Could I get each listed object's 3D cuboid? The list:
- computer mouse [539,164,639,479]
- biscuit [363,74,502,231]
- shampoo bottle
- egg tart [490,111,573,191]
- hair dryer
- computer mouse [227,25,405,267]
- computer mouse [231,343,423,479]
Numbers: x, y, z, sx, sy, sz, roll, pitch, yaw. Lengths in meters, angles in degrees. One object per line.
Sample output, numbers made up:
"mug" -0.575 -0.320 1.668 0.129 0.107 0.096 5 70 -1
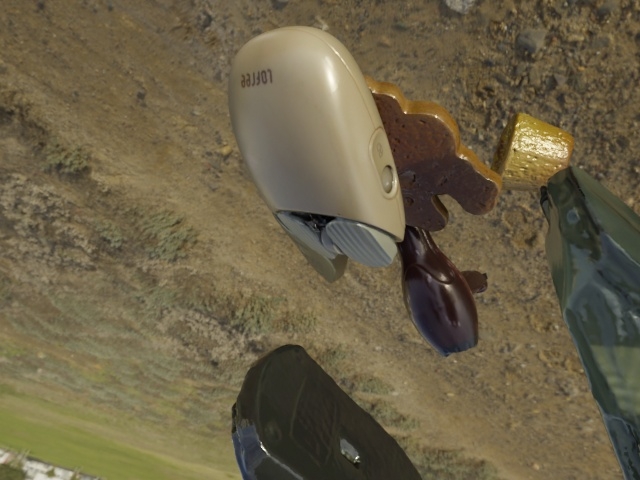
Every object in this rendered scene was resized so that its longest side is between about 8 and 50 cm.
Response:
"computer mouse" 0.336 0.122 0.394 0.146 0.428 0.228 -21 172 32
"biscuit" 0.137 -0.128 0.630 0.186 0.044 0.295 -24 124 41
"shampoo bottle" 0.000 0.000 0.719 0.125 0.084 0.350 48 175 19
"egg tart" 0.516 -0.202 1.018 0.147 0.202 0.202 19 144 11
"hair dryer" 0.270 0.053 0.862 0.123 0.312 0.341 -26 168 37
"computer mouse" -0.003 -0.069 0.383 0.145 0.082 0.236 11 137 38
"computer mouse" 0.007 0.223 0.396 0.086 0.137 0.269 -37 104 22
